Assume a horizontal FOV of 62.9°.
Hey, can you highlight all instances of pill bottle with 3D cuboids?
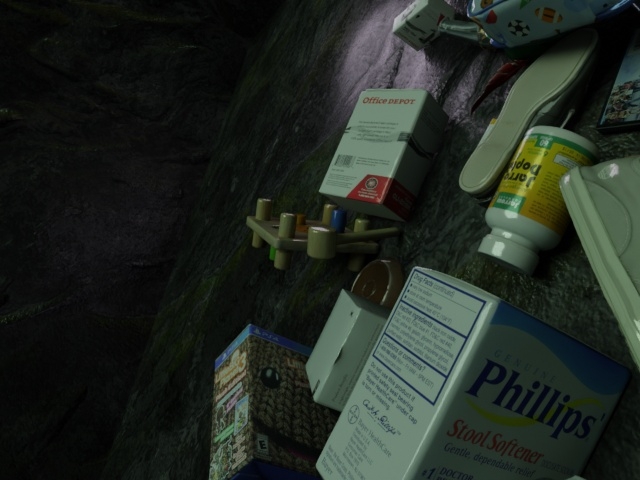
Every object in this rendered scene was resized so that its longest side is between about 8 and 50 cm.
[{"bbox_3d":[0.326,-0.057,0.799,0.208,0.117,0.117,-64,27,0],"label":"pill bottle"}]

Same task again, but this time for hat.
[{"bbox_3d":[0.412,-0.351,1.017,0.208,0.183,0.173,26,63,42],"label":"hat"}]

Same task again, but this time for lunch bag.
[{"bbox_3d":[0.392,-0.439,0.812,0.243,0.115,0.303,-59,28,-11],"label":"lunch bag"}]

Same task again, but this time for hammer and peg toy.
[{"bbox_3d":[0.000,0.000,1.204,0.361,0.266,0.127,-148,64,-62],"label":"hammer and peg toy"}]

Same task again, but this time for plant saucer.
[{"bbox_3d":[0.113,0.109,1.130,0.168,0.029,0.168,-43,33,36],"label":"plant saucer"}]

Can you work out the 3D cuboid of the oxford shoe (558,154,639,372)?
[{"bbox_3d":[0.385,0.060,0.561,0.130,0.169,0.449,-27,40,28],"label":"oxford shoe"}]

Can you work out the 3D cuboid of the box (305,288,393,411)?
[{"bbox_3d":[0.068,0.205,0.966,0.181,0.119,0.182,-64,9,3],"label":"box"}]

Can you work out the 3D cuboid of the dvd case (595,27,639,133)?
[{"bbox_3d":[0.524,-0.240,0.717,0.253,0.022,0.180,10,77,62],"label":"dvd case"}]

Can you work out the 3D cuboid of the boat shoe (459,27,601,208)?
[{"bbox_3d":[0.369,-0.199,0.902,0.335,0.095,0.112,-55,31,6],"label":"boat shoe"}]

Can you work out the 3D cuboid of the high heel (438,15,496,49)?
[{"bbox_3d":[0.409,-0.532,1.155,0.261,0.093,0.186,-51,49,-3],"label":"high heel"}]

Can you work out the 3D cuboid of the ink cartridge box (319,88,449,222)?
[{"bbox_3d":[0.145,-0.199,1.198,0.197,0.114,0.273,16,81,45],"label":"ink cartridge box"}]

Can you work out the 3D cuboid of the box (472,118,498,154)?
[{"bbox_3d":[0.327,-0.163,0.993,0.136,0.028,0.081,-63,27,6],"label":"box"}]

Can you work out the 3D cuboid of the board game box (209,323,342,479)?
[{"bbox_3d":[-0.079,0.350,1.030,0.141,0.232,0.291,-47,31,27],"label":"board game box"}]

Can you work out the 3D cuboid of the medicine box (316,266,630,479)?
[{"bbox_3d":[0.186,0.219,0.640,0.289,0.263,0.149,-63,27,1],"label":"medicine box"}]

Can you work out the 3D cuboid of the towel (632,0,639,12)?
[{"bbox_3d":[0.582,-0.515,0.786,0.320,0.090,0.374,-41,32,31],"label":"towel"}]

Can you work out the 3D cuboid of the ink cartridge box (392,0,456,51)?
[{"bbox_3d":[0.271,-0.575,1.377,0.135,0.099,0.056,-23,48,53],"label":"ink cartridge box"}]

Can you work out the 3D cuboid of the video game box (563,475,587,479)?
[{"bbox_3d":[0.309,0.350,0.476,0.187,0.048,0.205,-10,78,61],"label":"video game box"}]
